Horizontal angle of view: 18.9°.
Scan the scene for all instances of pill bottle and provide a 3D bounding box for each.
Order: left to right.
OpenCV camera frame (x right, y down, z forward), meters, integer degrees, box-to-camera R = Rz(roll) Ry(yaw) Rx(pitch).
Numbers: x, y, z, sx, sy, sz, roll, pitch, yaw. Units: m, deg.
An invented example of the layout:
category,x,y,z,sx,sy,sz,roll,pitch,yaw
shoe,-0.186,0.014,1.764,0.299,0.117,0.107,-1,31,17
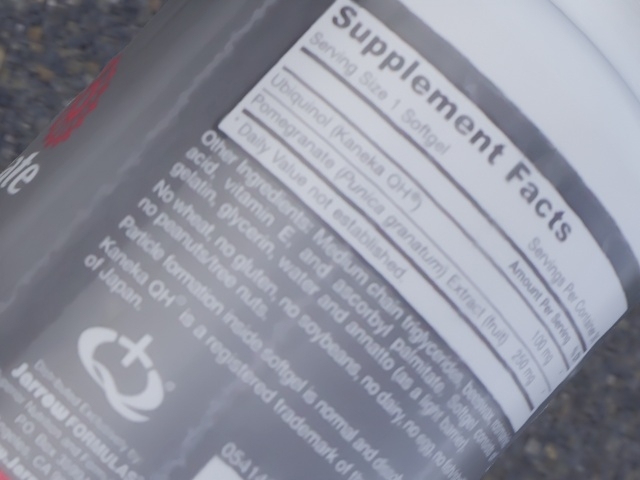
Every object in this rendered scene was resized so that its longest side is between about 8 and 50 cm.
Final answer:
category,x,y,z,sx,sy,sz,roll,pitch,yaw
pill bottle,0.000,0.000,0.610,0.318,0.176,0.176,-47,124,-7
